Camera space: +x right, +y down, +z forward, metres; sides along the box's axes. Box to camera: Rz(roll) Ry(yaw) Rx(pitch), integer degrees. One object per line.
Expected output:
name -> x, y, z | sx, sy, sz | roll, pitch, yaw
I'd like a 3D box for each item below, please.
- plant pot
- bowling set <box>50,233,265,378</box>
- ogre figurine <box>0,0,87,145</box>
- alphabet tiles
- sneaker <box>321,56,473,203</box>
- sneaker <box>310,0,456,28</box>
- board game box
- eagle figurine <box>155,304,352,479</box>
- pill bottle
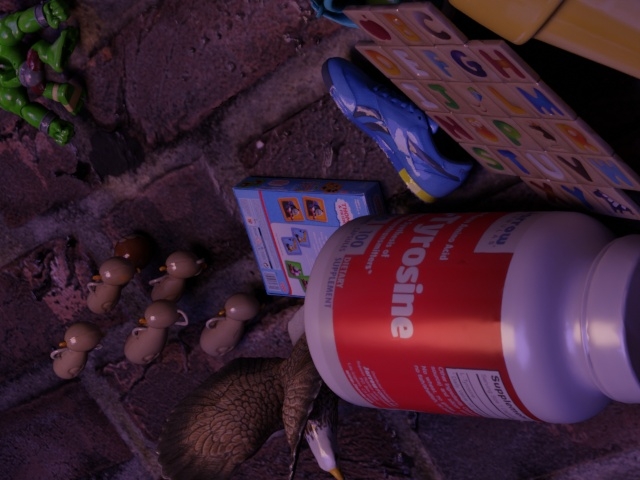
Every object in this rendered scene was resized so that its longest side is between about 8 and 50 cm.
plant pot -> 0.282, -0.262, 1.489 | 0.239, 0.254, 0.254 | 32, 138, -4
bowling set -> -0.242, 0.063, 2.209 | 0.154, 0.287, 0.200 | -54, 52, 56
ogre figurine -> -0.382, -0.232, 2.180 | 0.118, 0.097, 0.197 | 14, 140, 19
alphabet tiles -> 0.179, -0.131, 1.682 | 0.342, 0.011, 0.285 | 40, 168, -25
sneaker -> 0.091, -0.141, 1.864 | 0.209, 0.069, 0.082 | 49, 123, 3
sneaker -> 0.017, -0.295, 1.775 | 0.275, 0.110, 0.107 | 29, 135, 23
board game box -> 0.000, 0.000, 2.059 | 0.211, 0.039, 0.160 | 5, 122, 39
eagle figurine -> -0.034, 0.203, 2.028 | 0.225, 0.298, 0.226 | 36, 112, 30
pill bottle -> 0.200, 0.082, 1.802 | 0.407, 0.229, 0.229 | 0, 119, 41
